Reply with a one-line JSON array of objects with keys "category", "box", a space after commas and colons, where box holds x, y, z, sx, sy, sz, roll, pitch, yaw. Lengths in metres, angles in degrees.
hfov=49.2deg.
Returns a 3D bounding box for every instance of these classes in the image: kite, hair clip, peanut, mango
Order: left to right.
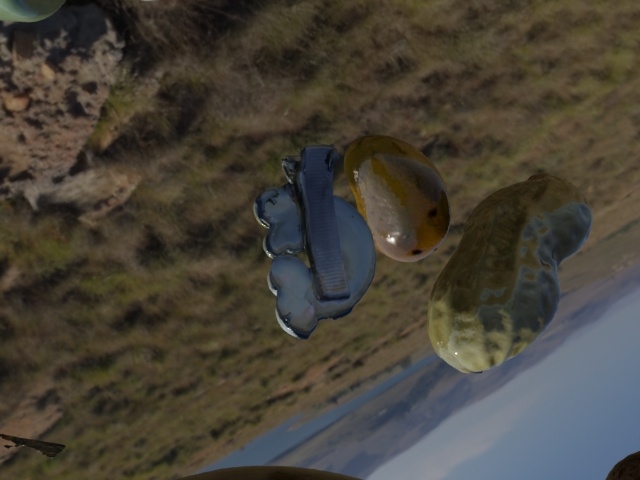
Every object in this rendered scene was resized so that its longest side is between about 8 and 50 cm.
[{"category": "kite", "box": [-0.328, 0.234, 0.798, 0.122, 0.004, 0.090, 7, 169, 28]}, {"category": "hair clip", "box": [0.000, 0.000, 0.635, 0.116, 0.172, 0.049, -6, 171, -26]}, {"category": "mango", "box": [0.098, -0.052, 0.854, 0.115, 0.178, 0.090, -6, -148, 21]}, {"category": "peanut", "box": [0.235, 0.028, 0.859, 0.306, 0.147, 0.147, -58, 177, -29]}]

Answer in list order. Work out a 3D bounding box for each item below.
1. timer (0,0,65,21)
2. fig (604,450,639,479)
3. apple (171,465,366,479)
[{"category": "timer", "box": [-0.272, -0.365, 0.774, 0.291, 0.315, 0.291, 13, 90, -89]}, {"category": "fig", "box": [0.472, 0.409, 1.041, 0.146, 0.170, 0.274, -57, 177, -33]}, {"category": "apple", "box": [-0.024, 0.277, 0.312, 0.339, 0.340, 0.339, -31, 164, -10]}]
